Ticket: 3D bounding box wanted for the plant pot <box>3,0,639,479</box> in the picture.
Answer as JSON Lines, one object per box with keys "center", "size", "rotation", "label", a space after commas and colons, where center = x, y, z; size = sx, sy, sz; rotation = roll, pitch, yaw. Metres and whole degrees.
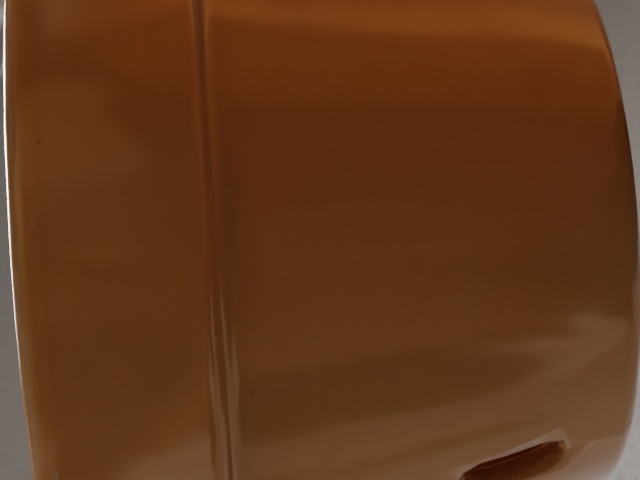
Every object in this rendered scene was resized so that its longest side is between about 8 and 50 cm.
{"center": [0.000, 0.000, 0.663], "size": [0.203, 0.291, 0.291], "rotation": [-4, -132, -4], "label": "plant pot"}
